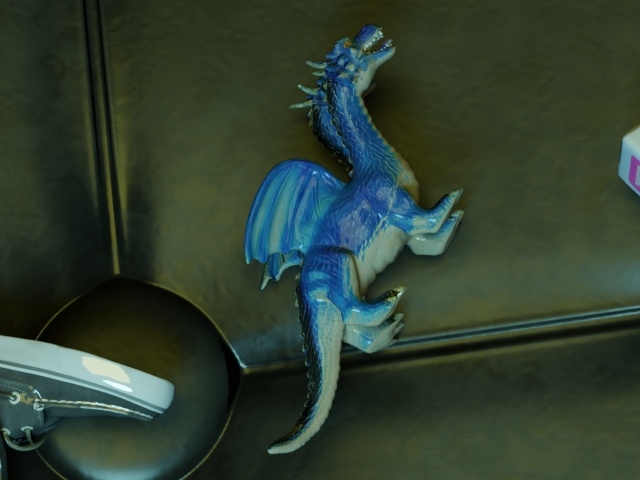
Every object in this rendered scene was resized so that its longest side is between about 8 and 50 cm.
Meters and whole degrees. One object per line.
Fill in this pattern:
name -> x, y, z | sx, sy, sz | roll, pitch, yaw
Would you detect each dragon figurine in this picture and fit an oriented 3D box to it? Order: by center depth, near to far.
dragon figurine -> 0.000, 0.000, 1.317 | 0.144, 0.085, 0.289 | 27, 78, 13

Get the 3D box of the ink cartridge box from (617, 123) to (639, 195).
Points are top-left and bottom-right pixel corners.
ink cartridge box -> 0.360, -0.004, 1.257 | 0.186, 0.065, 0.311 | -36, 63, -14

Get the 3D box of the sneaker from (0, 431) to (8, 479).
sneaker -> -0.278, 0.228, 1.253 | 0.147, 0.104, 0.295 | 6, 85, 16

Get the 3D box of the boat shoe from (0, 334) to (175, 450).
boat shoe -> -0.210, 0.103, 1.318 | 0.229, 0.080, 0.076 | 10, 82, 11
